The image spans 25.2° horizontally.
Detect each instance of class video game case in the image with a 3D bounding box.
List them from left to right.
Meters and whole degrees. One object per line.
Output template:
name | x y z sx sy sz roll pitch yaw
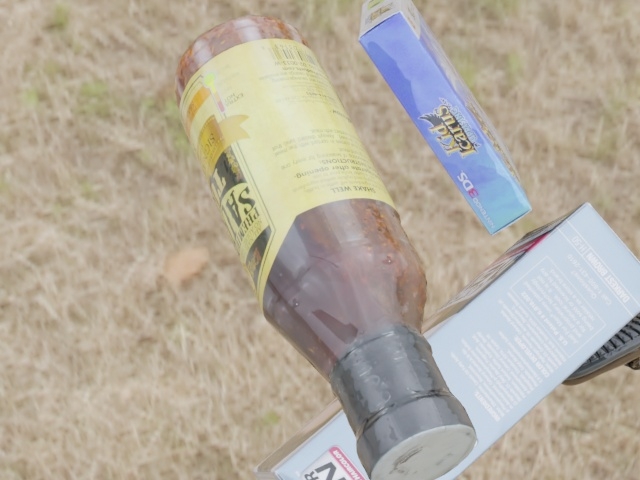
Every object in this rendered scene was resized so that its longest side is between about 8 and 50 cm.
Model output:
video game case | 0.142 -0.161 1.659 0.061 0.269 0.244 -32 14 13

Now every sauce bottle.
sauce bottle | 0.000 0.000 0.348 0.042 0.042 0.128 -18 53 -10

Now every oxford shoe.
oxford shoe | 0.342 0.113 1.543 0.227 0.096 0.083 -23 30 -21

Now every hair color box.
hair color box | 0.120 0.134 1.330 0.374 0.185 0.113 -40 89 -13
